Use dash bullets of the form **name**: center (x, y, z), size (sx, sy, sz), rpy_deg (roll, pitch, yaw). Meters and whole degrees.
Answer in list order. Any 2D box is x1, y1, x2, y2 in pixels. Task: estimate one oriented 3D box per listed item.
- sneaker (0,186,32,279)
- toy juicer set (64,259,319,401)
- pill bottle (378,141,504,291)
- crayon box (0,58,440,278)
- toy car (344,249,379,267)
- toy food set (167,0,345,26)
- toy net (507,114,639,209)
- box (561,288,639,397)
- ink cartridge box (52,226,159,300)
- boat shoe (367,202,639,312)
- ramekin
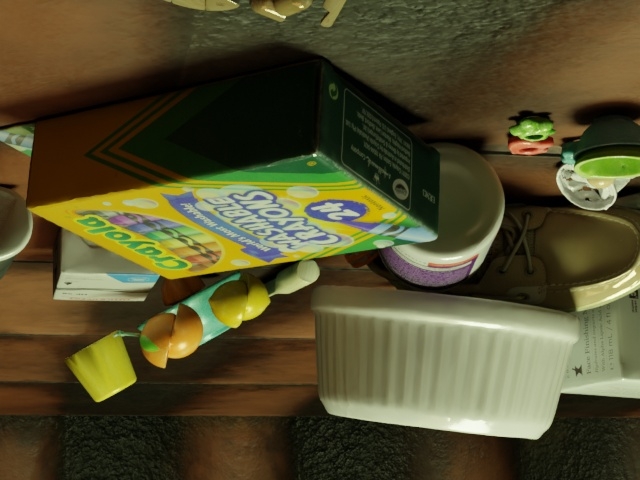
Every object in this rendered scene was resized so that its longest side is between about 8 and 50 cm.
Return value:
- **sneaker**: center (-0.425, 0.013, 1.454), size (0.295, 0.104, 0.147), rpy_deg (-3, 162, -12)
- **toy juicer set**: center (-0.124, 0.062, 1.735), size (0.209, 0.089, 0.329), rpy_deg (-29, 180, 44)
- **pill bottle**: center (0.105, -0.013, 1.389), size (0.108, 0.108, 0.193), rpy_deg (-1, 167, 0)
- **crayon box**: center (-0.090, -0.045, 1.248), size (0.323, 0.083, 0.203), rpy_deg (-8, 158, 29)
- **toy car**: center (0.000, 0.000, 1.544), size (0.122, 0.060, 0.040), rpy_deg (-9, 162, 31)
- **toy food set**: center (-0.046, -0.162, 0.942), size (0.122, 0.019, 0.078), rpy_deg (9, 165, -10)
- **toy net**: center (0.230, -0.060, 1.336), size (0.122, 0.045, 0.232), rpy_deg (-4, 167, 10)
- **box**: center (0.347, 0.073, 1.615), size (0.182, 0.181, 0.119), rpy_deg (6, 165, -27)
- **ink cartridge box**: center (-0.232, 0.027, 1.632), size (0.104, 0.060, 0.180), rpy_deg (2, 167, -13)
- **boat shoe**: center (0.189, 0.014, 1.527), size (0.302, 0.109, 0.098), rpy_deg (-2, 169, 31)
- **ramekin**: center (0.118, 0.123, 1.515), size (0.273, 0.127, 0.273), rpy_deg (7, 175, 1)
